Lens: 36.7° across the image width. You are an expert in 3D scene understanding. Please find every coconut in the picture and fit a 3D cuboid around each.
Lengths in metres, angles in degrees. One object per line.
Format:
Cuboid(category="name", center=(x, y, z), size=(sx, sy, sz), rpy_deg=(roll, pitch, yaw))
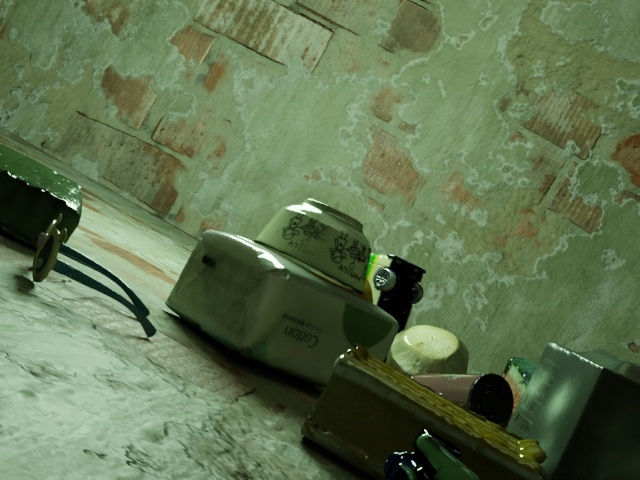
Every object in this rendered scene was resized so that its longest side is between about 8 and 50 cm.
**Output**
Cuboid(category="coconut", center=(0.250, 0.319, 2.297), size=(0.202, 0.221, 0.202), rpy_deg=(2, 34, -2))

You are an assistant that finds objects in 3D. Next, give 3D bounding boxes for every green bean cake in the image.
Cuboid(category="green bean cake", center=(-0.535, -0.081, 1.700), size=(0.223, 0.124, 0.227), rpy_deg=(32, 2, -20))

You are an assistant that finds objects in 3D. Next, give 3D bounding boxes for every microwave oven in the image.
Cuboid(category="microwave oven", center=(0.552, 0.398, 1.632), size=(0.432, 0.374, 0.236), rpy_deg=(25, 2, -10))

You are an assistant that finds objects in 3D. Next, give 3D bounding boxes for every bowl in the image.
Cuboid(category="bowl", center=(0.000, 0.000, 1.877), size=(0.238, 0.126, 0.238), rpy_deg=(24, -4, 2))

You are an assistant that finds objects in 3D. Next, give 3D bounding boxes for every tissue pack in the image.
Cuboid(category="tissue pack", center=(-0.069, 0.138, 1.800), size=(0.266, 0.193, 0.357), rpy_deg=(24, -3, 46))

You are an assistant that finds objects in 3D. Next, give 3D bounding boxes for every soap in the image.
Cuboid(category="soap", center=(0.157, 0.294, 1.431), size=(0.335, 0.156, 0.293), rpy_deg=(30, 3, 7))

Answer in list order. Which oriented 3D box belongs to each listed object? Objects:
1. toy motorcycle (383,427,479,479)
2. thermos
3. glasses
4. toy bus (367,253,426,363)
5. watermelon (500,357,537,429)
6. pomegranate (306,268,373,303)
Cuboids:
Cuboid(category="toy motorcycle", center=(0.216, 0.354, 1.144), size=(0.331, 0.125, 0.196), rpy_deg=(33, -2, -6))
Cuboid(category="thermos", center=(0.243, 0.338, 2.013), size=(0.330, 0.136, 0.109), rpy_deg=(-13, -76, 59))
Cuboid(category="glasses", center=(-0.352, 0.074, 1.463), size=(0.220, 0.088, 0.190), rpy_deg=(50, -7, -18))
Cuboid(category="toy bus", center=(0.125, 0.186, 2.436), size=(0.179, 0.305, 0.143), rpy_deg=(12, -9, 45))
Cuboid(category="watermelon", center=(0.389, 0.385, 1.952), size=(0.226, 0.318, 0.148), rpy_deg=(-23, -31, 36))
Cuboid(category="pomegranate", center=(-0.004, 0.138, 2.277), size=(0.264, 0.264, 0.264), rpy_deg=(29, 0, 0))
